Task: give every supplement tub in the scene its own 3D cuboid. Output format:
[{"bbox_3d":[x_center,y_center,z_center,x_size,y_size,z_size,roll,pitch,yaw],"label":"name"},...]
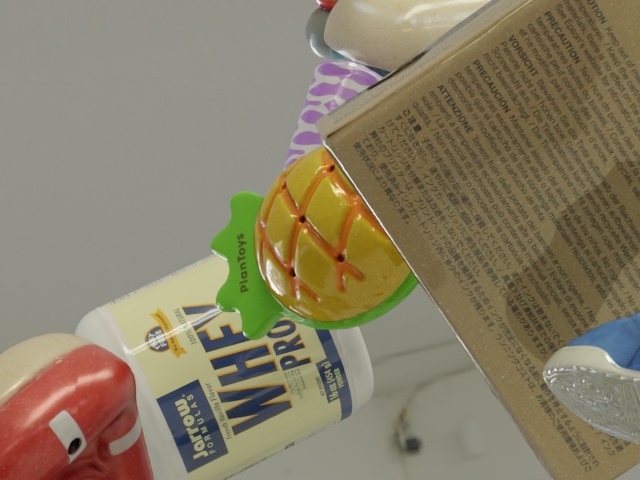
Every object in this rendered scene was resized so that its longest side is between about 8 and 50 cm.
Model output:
[{"bbox_3d":[-0.130,0.148,1.548,0.324,0.235,0.235,-26,-17,-13],"label":"supplement tub"}]

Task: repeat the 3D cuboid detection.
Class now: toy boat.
[{"bbox_3d":[0.094,-0.236,1.540,0.267,0.318,0.148,-17,-57,-33],"label":"toy boat"},{"bbox_3d":[-0.125,0.164,0.742,0.151,0.151,0.231,-45,-34,-35],"label":"toy boat"}]

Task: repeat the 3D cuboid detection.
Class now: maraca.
[{"bbox_3d":[0.000,0.000,0.919,0.185,0.127,0.099,-18,-24,33],"label":"maraca"}]

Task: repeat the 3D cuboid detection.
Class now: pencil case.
[{"bbox_3d":[0.003,-0.075,1.363,0.086,0.206,0.088,29,-13,-34],"label":"pencil case"}]

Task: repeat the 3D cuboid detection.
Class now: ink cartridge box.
[{"bbox_3d":[0.140,-0.017,0.721,0.193,0.235,0.088,-34,10,3],"label":"ink cartridge box"}]

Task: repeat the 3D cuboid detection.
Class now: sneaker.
[{"bbox_3d":[0.166,0.039,0.604,0.085,0.058,0.152,-51,13,-25],"label":"sneaker"}]
